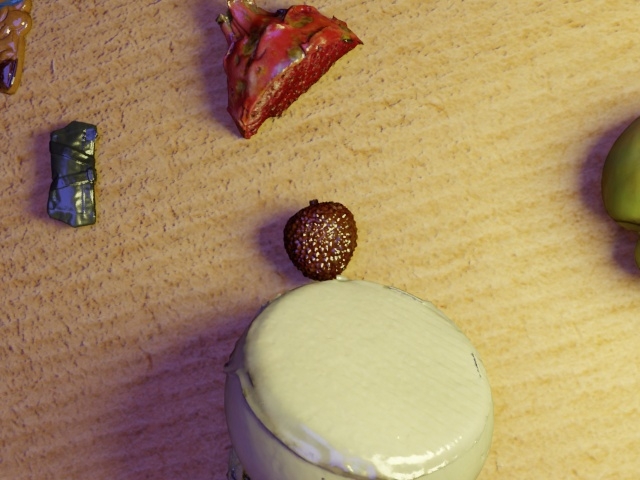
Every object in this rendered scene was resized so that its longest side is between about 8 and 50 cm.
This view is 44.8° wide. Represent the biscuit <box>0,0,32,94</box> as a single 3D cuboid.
[{"bbox_3d":[-0.633,-0.407,1.490,0.183,0.043,0.280,-20,74,13],"label":"biscuit"}]

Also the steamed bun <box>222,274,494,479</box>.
[{"bbox_3d":[0.047,0.243,1.083,0.374,0.374,0.241,22,128,16],"label":"steamed bun"}]

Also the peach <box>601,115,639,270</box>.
[{"bbox_3d":[0.535,-0.068,1.039,0.292,0.247,0.292,-13,61,24],"label":"peach"}]

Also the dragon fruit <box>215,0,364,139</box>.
[{"bbox_3d":[-0.095,-0.323,1.290,0.262,0.134,0.211,-43,71,5],"label":"dragon fruit"}]

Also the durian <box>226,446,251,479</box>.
[{"bbox_3d":[-0.088,0.318,1.224,0.139,0.144,0.252,0,88,52],"label":"durian"}]

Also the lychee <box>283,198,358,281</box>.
[{"bbox_3d":[0.002,0.000,1.228,0.123,0.123,0.129,-17,107,11],"label":"lychee"}]

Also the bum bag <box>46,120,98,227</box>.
[{"bbox_3d":[-0.443,-0.118,1.392,0.087,0.049,0.198,-1,80,-10],"label":"bum bag"}]
